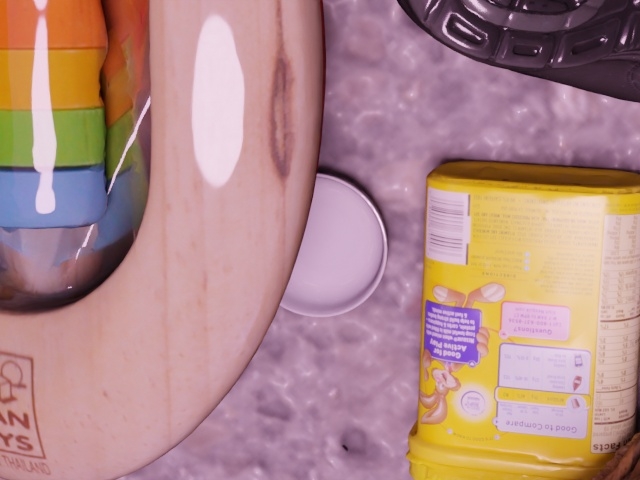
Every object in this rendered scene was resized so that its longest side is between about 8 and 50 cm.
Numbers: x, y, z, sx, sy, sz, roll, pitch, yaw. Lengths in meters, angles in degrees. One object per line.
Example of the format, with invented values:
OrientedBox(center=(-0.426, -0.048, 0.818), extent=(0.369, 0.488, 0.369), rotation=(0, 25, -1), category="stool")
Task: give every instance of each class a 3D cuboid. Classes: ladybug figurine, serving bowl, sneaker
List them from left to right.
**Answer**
OrientedBox(center=(-0.128, -0.088, 0.835), extent=(0.305, 0.162, 0.449), rotation=(9, 104, 23), category="ladybug figurine")
OrientedBox(center=(0.000, 0.000, 0.903), extent=(0.083, 0.027, 0.083), rotation=(4, 105, 15), category="serving bowl")
OrientedBox(center=(0.169, -0.112, 0.792), extent=(0.286, 0.130, 0.109), rotation=(17, 92, -11), category="sneaker")

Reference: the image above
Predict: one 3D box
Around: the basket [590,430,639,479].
OrientedBox(center=(0.239, 0.183, 0.721), extent=(0.213, 0.299, 0.223), rotation=(-28, 94, 47), category="basket")

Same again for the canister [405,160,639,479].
OrientedBox(center=(0.113, 0.047, 0.861), extent=(0.126, 0.073, 0.169), rotation=(5, 103, 14), category="canister")
